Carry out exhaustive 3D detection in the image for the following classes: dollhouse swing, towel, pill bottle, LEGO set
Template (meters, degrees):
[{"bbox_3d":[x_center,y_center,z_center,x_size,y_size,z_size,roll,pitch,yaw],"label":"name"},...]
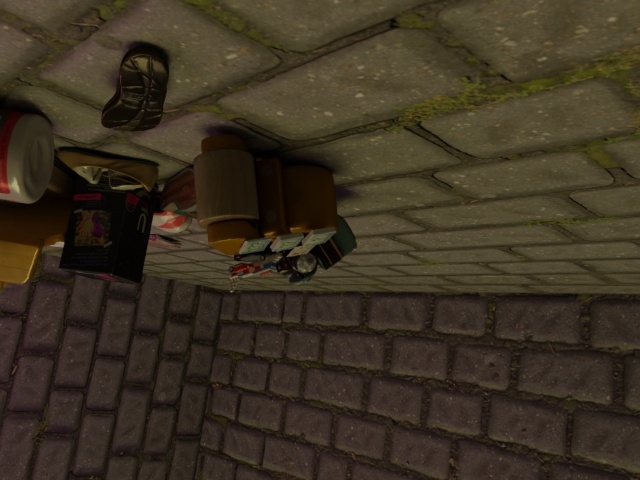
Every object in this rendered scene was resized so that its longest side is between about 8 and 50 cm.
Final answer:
[{"bbox_3d":[-0.764,0.042,1.542,0.315,0.305,0.347,8,-152,3],"label":"dollhouse swing"},{"bbox_3d":[-0.689,0.001,2.395,0.197,0.029,0.144,3,168,32],"label":"towel"},{"bbox_3d":[-0.699,-0.179,1.111,0.318,0.176,0.176,8,169,-7],"label":"pill bottle"},{"bbox_3d":[-0.086,0.043,1.186,0.182,0.060,0.244,-9,166,-22],"label":"LEGO set"}]

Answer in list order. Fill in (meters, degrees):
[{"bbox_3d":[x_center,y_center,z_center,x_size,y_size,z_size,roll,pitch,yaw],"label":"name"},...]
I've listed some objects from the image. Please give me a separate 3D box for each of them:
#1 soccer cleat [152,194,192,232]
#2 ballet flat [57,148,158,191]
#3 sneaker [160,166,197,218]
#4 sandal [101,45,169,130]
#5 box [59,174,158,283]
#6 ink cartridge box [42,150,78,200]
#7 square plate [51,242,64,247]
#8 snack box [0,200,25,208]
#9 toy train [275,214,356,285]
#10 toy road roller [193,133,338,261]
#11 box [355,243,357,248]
[{"bbox_3d":[-0.525,-0.095,1.669,0.318,0.109,0.116,7,147,18],"label":"soccer cleat"},{"bbox_3d":[-0.495,-0.159,1.342,0.232,0.073,0.080,8,168,-4],"label":"ballet flat"},{"bbox_3d":[-0.292,-0.108,1.412,0.121,0.108,0.302,13,176,-29],"label":"sneaker"},{"bbox_3d":[-0.284,-0.234,0.896,0.090,0.060,0.219,5,156,-22],"label":"sandal"},{"bbox_3d":[-0.522,-0.039,1.455,0.143,0.270,0.165,6,169,9],"label":"box"},{"bbox_3d":[-0.733,-0.172,1.391,0.234,0.088,0.193,7,170,-2],"label":"ink cartridge box"},{"bbox_3d":[-1.030,-0.014,2.237,0.347,0.049,0.344,7,-178,-27],"label":"square plate"},{"bbox_3d":[-0.808,-0.114,1.412,0.141,0.037,0.100,7,171,2],"label":"snack box"},{"bbox_3d":[-0.041,-0.002,1.466,0.190,0.142,0.334,-34,-163,-8],"label":"toy train"},{"bbox_3d":[-0.097,-0.083,1.188,0.240,0.202,0.329,-8,169,9],"label":"toy road roller"},{"bbox_3d":[0.000,0.000,1.957,0.164,0.021,0.201,-3,164,42],"label":"box"}]
